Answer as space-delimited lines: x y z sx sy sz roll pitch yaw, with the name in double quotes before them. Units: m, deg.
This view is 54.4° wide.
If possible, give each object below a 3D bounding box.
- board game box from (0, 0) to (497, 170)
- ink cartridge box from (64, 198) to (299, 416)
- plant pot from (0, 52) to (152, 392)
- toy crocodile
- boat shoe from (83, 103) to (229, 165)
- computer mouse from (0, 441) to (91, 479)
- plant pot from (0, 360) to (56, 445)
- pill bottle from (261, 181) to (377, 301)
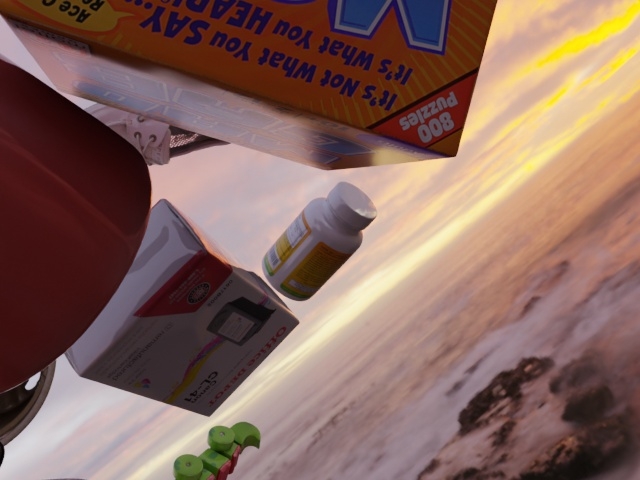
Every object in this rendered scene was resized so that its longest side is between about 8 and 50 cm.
"board game box" -0.056 -0.292 0.622 0.356 0.356 0.356 -166 91 -73
"ink cartridge box" -0.195 0.112 0.902 0.226 0.131 0.306 -46 -34 -2
"plant pot" -0.310 -0.049 0.481 0.275 0.275 0.243 -40 -45 -1
"toy crocodile" -0.258 0.531 1.434 0.340 0.105 0.115 -30 -42 -62
"boat shoe" -0.258 -0.162 0.962 0.277 0.096 0.098 -18 -29 -23
"computer mouse" -0.253 0.262 0.619 0.193 0.106 0.042 30 -72 -36
"plant pot" -0.646 0.225 1.158 0.334 0.334 0.305 -38 0 -18
"pill bottle" 0.000 0.000 1.263 0.246 0.136 0.136 -48 -11 29
